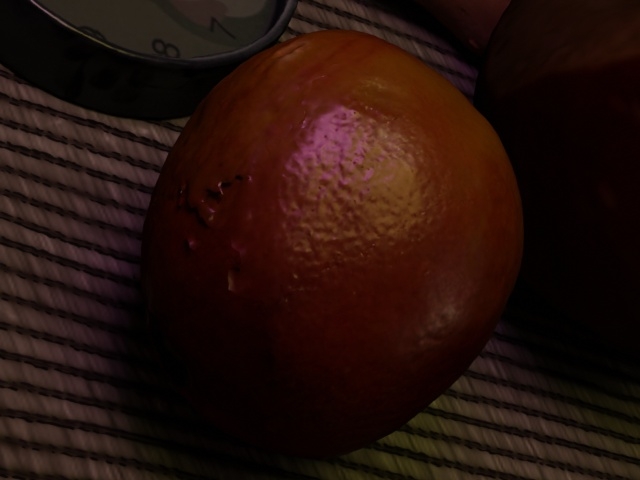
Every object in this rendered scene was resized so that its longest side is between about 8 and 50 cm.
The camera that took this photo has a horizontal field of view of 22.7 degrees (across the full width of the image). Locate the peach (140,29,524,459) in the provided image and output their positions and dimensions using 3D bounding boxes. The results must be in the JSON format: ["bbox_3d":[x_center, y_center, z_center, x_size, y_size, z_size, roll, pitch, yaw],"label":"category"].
[{"bbox_3d":[0.000,0.000,1.034,0.281,0.238,0.281,-20,117,-46],"label":"peach"}]

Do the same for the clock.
[{"bbox_3d":[-0.159,-0.242,1.202,0.319,0.066,0.319,19,52,-26],"label":"clock"}]

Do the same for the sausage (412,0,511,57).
[{"bbox_3d":[0.059,-0.247,1.365,0.304,0.078,0.078,29,48,-19],"label":"sausage"}]

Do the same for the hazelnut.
[{"bbox_3d":[0.313,-0.091,1.268,0.359,0.359,0.409,37,56,-11],"label":"hazelnut"}]
